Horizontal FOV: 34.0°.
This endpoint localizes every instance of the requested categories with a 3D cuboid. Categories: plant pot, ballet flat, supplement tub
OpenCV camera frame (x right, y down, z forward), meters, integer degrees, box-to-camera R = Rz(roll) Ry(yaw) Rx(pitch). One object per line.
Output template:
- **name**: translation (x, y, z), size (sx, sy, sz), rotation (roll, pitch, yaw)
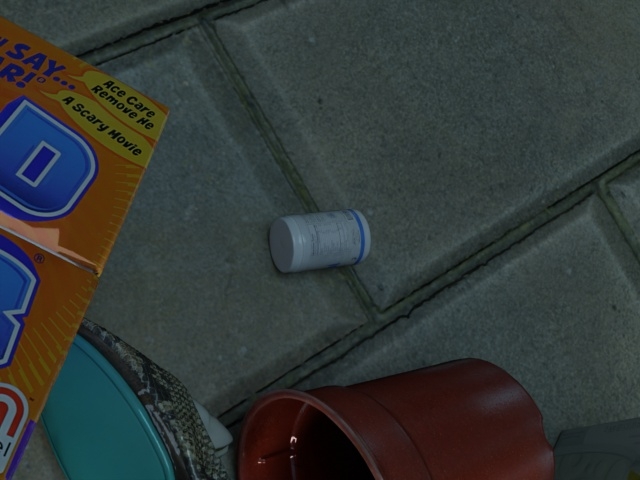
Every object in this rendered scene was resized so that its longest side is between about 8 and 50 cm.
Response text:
- **plant pot**: translation (0.094, 0.256, 1.134), size (0.265, 0.272, 0.272), rotation (-14, 81, -37)
- **ballet flat**: translation (-0.126, 0.283, 1.055), size (0.182, 0.164, 0.483), rotation (-5, 57, -54)
- **supplement tub**: translation (0.000, 0.000, 1.264), size (0.107, 0.071, 0.071), rotation (-7, 77, -27)

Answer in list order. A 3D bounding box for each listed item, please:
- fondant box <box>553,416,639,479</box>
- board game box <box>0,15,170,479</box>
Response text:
- **fondant box**: translation (0.325, 0.366, 1.212), size (0.096, 0.238, 0.330), rotation (38, 61, -12)
- **board game box**: translation (-0.396, 0.022, 0.865), size (0.356, 0.356, 0.356), rotation (28, 53, -16)
